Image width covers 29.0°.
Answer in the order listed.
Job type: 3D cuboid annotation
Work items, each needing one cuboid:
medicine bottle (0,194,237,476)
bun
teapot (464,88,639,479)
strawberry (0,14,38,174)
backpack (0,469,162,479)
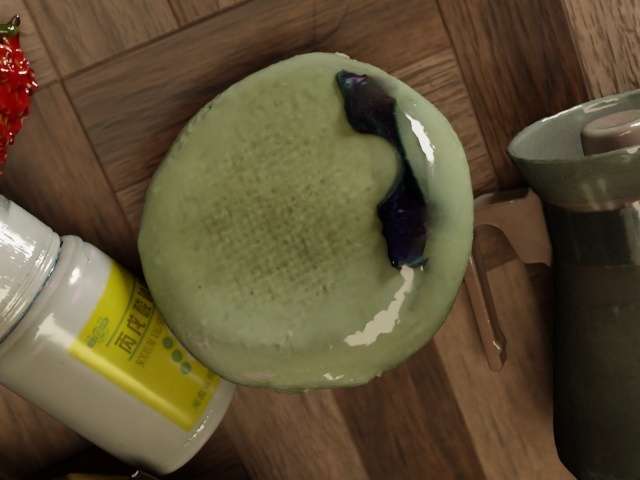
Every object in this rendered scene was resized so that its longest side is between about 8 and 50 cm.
[{"bbox_3d":[-0.206,0.083,1.063,0.258,0.143,0.143,37,97,-21],"label":"medicine bottle"},{"bbox_3d":[0.000,0.000,1.052,0.293,0.293,0.187,-42,148,3],"label":"bun"},{"bbox_3d":[0.287,0.053,1.138,0.300,0.253,0.344,-10,106,24],"label":"teapot"},{"bbox_3d":[-0.315,-0.083,1.010,0.167,0.087,0.208,-1,110,-15],"label":"strawberry"},{"bbox_3d":[-0.190,0.361,1.113,0.353,0.201,0.378,26,117,-36],"label":"backpack"}]
